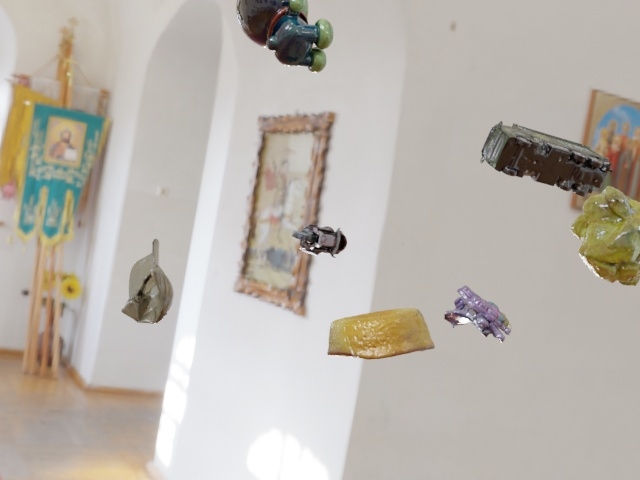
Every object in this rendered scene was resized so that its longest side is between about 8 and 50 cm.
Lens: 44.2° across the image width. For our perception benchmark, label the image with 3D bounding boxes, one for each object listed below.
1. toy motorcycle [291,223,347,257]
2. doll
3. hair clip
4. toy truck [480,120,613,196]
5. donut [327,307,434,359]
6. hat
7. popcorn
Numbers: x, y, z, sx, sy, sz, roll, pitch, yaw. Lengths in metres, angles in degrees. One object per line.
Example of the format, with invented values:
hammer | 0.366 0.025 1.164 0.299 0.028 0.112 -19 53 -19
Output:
toy motorcycle | 0.000 0.001 2.072 0.123 0.082 0.213 7 0 12
doll | -0.103 -0.568 2.005 0.186 0.198 0.322 -10 47 -27
hair clip | 0.340 0.154 1.729 0.137 0.090 0.278 44 -6 -7
toy truck | 0.436 -0.160 1.538 0.259 0.088 0.121 12 24 -22
donut | 0.158 0.248 2.122 0.303 0.110 0.303 -7 -1 0
hat | -0.353 0.082 1.706 0.085 0.147 0.175 26 39 -26
popcorn | 0.852 -0.012 2.266 0.277 0.276 0.225 7 -42 -8
